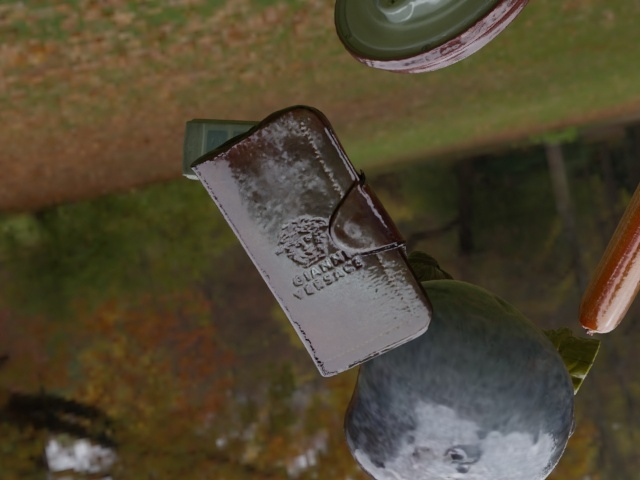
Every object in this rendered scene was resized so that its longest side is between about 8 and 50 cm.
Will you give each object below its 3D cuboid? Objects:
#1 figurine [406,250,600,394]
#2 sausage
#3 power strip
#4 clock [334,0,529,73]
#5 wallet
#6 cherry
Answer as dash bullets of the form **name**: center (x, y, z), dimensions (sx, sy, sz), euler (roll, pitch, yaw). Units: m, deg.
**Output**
- **figurine**: center (0.225, 0.147, 2.175), dimensions (0.315, 0.168, 0.187), euler (29, 170, 8)
- **sausage**: center (0.344, -0.024, 1.560), dimensions (0.053, 0.053, 0.348), euler (-12, 139, -31)
- **power strip**: center (-0.083, -0.104, 1.788), dimensions (0.052, 0.078, 0.272), euler (4, -177, -35)
- **clock**: center (0.150, -0.353, 1.916), dimensions (0.318, 0.318, 0.080), euler (-10, 141, 35)
- **wallet**: center (0.000, 0.000, 1.378), dimensions (0.137, 0.255, 0.031), euler (-28, -159, 10)
- **cherry**: center (0.145, 0.173, 1.698), dimensions (0.296, 0.255, 0.218), euler (17, -169, 8)
